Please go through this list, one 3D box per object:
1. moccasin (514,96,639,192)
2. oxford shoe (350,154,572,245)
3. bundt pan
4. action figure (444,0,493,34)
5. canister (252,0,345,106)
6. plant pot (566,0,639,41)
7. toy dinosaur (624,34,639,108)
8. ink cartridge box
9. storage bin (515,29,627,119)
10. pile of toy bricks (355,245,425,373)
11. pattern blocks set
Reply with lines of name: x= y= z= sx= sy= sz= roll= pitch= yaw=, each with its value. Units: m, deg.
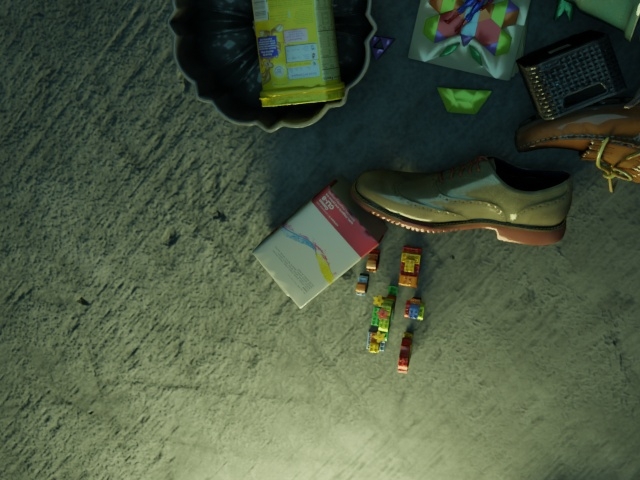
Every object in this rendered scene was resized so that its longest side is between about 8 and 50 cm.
moccasin: x=0.490 y=-0.144 z=1.531 sx=0.380 sy=0.139 sz=0.146 roll=1 pitch=95 yaw=1
oxford shoe: x=0.224 y=-0.088 z=1.578 sx=0.349 sy=0.123 sz=0.130 roll=6 pitch=128 yaw=-1
bundt pan: x=-0.066 y=-0.342 z=1.582 sx=0.331 sy=0.124 sz=0.330 roll=2 pitch=103 yaw=10
action figure: x=0.241 y=-0.370 z=1.539 sx=0.038 sy=0.030 sz=0.115 roll=44 pitch=102 yaw=-8
canister: x=-0.034 y=-0.290 z=1.487 sx=0.126 sy=0.073 sz=0.169 roll=-4 pitch=102 yaw=11
plant pot: x=0.334 y=-0.489 z=1.383 sx=0.334 sy=0.341 sz=0.341 roll=22 pitch=107 yaw=13
toy dinosaur: x=0.581 y=-0.255 z=1.435 sx=0.200 sy=0.296 sz=0.127 roll=40 pitch=143 yaw=40
ink cartridge box: x=0.000 y=0.000 z=1.651 sx=0.176 sy=0.128 sz=0.127 roll=-41 pitch=94 yaw=16
storage bin: x=0.365 y=-0.247 z=1.475 sx=0.122 sy=0.180 sz=0.084 roll=-21 pitch=100 yaw=10
pile of toy bricks: x=0.112 y=0.118 z=1.672 sx=0.118 sy=0.105 sz=0.212 roll=7 pitch=105 yaw=9
pattern blocks set: x=0.235 y=-0.342 z=1.577 sx=0.325 sy=0.026 sz=0.285 roll=-1 pitch=104 yaw=10
